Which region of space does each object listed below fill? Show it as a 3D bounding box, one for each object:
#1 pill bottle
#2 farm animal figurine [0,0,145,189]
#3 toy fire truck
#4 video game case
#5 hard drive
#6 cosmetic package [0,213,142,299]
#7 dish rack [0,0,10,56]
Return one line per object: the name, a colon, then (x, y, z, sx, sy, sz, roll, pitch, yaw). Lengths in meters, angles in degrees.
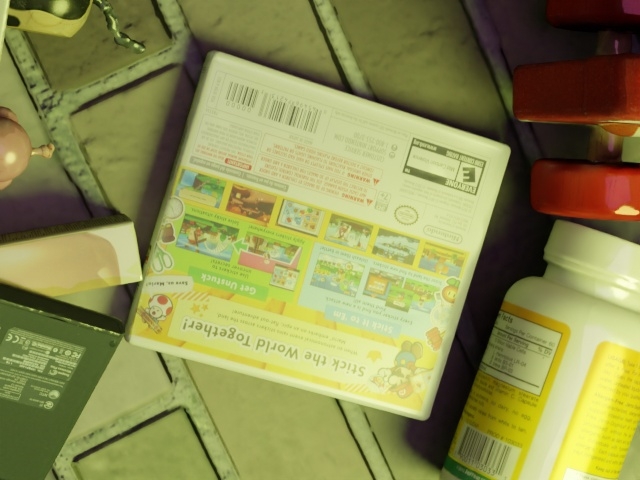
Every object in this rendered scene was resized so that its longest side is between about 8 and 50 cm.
pill bottle: (0.170, 0.096, 1.019, 0.117, 0.117, 0.208, 19, 91, -15)
farm animal figurine: (-0.319, -0.107, 0.847, 0.327, 0.172, 0.330, 41, 86, -14)
toy fire truck: (0.283, -0.088, 0.956, 0.302, 0.254, 0.169, 3, 96, -14)
video game case: (0.000, 0.000, 1.014, 0.227, 0.026, 0.206, 16, 92, -16)
hard drive: (-0.198, 0.096, 0.943, 0.094, 0.022, 0.135, 19, 113, -28)
cosmetic package: (-0.178, 0.014, 0.954, 0.115, 0.060, 0.041, -10, 99, -11)
dish rack: (-0.315, -0.098, 0.684, 0.332, 0.072, 0.286, 14, 122, -7)
